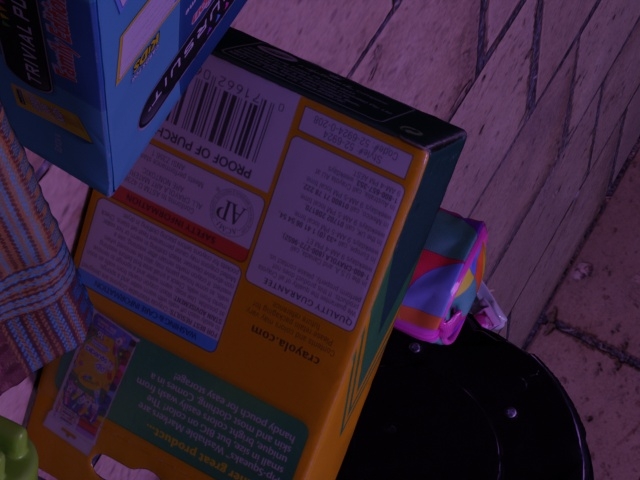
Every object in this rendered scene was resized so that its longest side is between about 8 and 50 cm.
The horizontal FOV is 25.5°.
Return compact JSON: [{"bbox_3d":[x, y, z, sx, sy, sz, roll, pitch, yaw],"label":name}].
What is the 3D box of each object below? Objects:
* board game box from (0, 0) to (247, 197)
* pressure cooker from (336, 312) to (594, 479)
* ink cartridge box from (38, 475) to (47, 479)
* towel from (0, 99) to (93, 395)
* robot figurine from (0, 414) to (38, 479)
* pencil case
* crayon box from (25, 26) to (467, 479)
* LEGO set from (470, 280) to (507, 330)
[{"bbox_3d":[-0.067,-0.195,0.661,0.253,0.079,0.336,-58,176,-19],"label":"board game box"},{"bbox_3d":[0.073,0.308,1.402,0.370,0.376,0.420,-58,161,-29],"label":"pressure cooker"},{"bbox_3d":[-0.221,0.318,1.091,0.239,0.060,0.275,-61,163,-13],"label":"ink cartridge box"},{"bbox_3d":[-0.229,0.027,0.533,0.271,0.040,0.370,-35,155,-14],"label":"towel"},{"bbox_3d":[-0.210,0.158,0.877,0.101,0.067,0.115,-57,163,-50],"label":"robot figurine"},{"bbox_3d":[0.000,0.000,1.009,0.104,0.236,0.104,17,90,-76],"label":"pencil case"},{"bbox_3d":[-0.059,0.040,0.923,0.083,0.203,0.322,-27,140,-63],"label":"crayon box"},{"bbox_3d":[0.068,0.128,1.598,0.287,0.132,0.107,-47,154,26],"label":"LEGO set"}]
